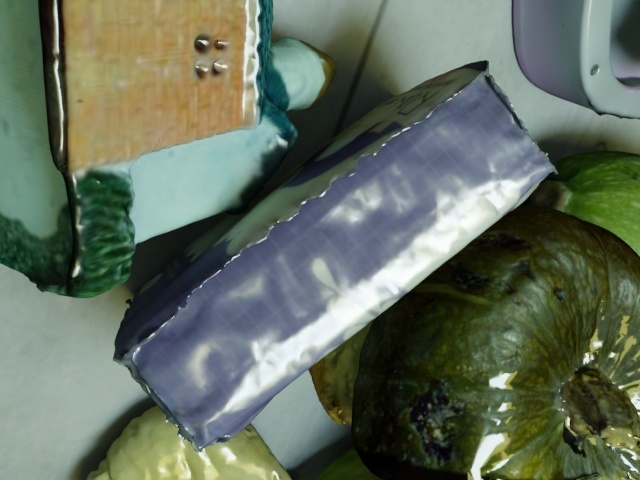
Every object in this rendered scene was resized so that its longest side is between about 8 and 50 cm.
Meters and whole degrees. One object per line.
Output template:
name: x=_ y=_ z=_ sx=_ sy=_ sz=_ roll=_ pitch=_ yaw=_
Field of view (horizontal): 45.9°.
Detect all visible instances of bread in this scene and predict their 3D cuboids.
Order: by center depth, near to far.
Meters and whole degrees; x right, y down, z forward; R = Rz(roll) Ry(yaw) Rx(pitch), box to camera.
bread: x=0.065 y=0.094 z=0.793 sx=0.229 sy=0.139 sz=0.143 roll=-17 pitch=99 yaw=-30

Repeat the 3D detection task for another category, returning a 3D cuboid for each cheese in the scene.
cheese: x=-0.138 y=0.281 z=0.800 sx=0.214 sy=0.117 sz=0.226 roll=-42 pitch=107 yaw=-6

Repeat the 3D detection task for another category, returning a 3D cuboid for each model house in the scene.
model house: x=-0.113 y=-0.114 z=0.564 sx=0.291 sy=0.184 sz=0.253 roll=-15 pitch=121 yaw=-40

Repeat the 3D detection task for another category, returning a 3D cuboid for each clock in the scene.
clock: x=0.357 y=-0.283 z=0.774 sx=0.338 sy=0.102 sz=0.338 roll=-16 pitch=126 yaw=-24

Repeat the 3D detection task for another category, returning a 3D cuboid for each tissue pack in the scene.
tissue pack: x=0.000 y=0.000 z=0.636 sx=0.343 sy=0.242 sz=0.125 roll=-39 pitch=99 yaw=-6

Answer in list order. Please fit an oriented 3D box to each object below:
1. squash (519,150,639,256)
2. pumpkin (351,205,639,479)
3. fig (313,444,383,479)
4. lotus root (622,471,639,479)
squash: x=0.334 y=0.034 z=0.883 sx=0.309 sy=0.310 sz=0.310 roll=26 pitch=104 yaw=-17
pumpkin: x=0.188 y=0.086 z=0.649 sx=0.325 sy=0.242 sz=0.232 roll=-1 pitch=94 yaw=-27
fig: x=0.092 y=0.362 z=0.944 sx=0.314 sy=0.233 sz=0.233 roll=-29 pitch=130 yaw=-17
lotus root: x=0.233 y=0.322 z=0.829 sx=0.375 sy=0.111 sz=0.390 roll=10 pitch=76 yaw=-28
